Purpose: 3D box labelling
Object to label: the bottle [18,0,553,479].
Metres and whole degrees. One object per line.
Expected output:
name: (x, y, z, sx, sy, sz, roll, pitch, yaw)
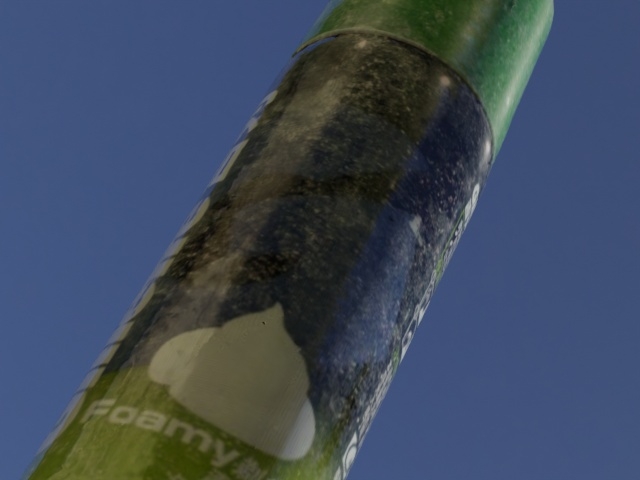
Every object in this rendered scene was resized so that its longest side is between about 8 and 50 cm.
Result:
bottle: (0.000, 0.000, 0.628, 0.093, 0.330, 0.093, 15, -43, 15)
